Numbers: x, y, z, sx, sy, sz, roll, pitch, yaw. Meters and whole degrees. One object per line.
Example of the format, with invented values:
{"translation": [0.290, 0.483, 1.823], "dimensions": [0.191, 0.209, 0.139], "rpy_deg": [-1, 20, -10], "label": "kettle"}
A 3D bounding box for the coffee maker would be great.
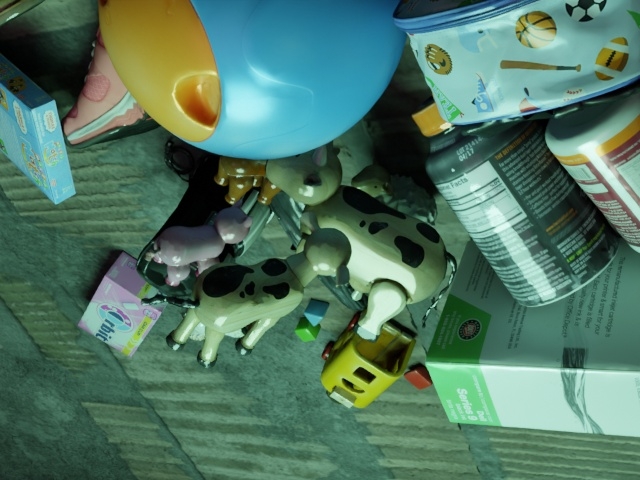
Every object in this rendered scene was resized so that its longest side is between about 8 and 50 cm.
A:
{"translation": [-0.167, -0.017, 1.156], "dimensions": [0.171, 0.178, 0.120], "rpy_deg": [20, 137, 9], "label": "coffee maker"}

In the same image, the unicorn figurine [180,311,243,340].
{"translation": [-0.169, 0.124, 1.387], "dimensions": [0.161, 0.060, 0.111], "rpy_deg": [14, 136, 15], "label": "unicorn figurine"}

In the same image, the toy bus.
{"translation": [0.052, 0.196, 1.307], "dimensions": [0.190, 0.104, 0.202], "rpy_deg": [-1, 131, 29], "label": "toy bus"}

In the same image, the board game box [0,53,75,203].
{"translation": [-0.413, -0.167, 1.179], "dimensions": [0.211, 0.039, 0.160], "rpy_deg": [39, 146, 30], "label": "board game box"}

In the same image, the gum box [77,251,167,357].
{"translation": [-0.324, 0.113, 1.456], "dimensions": [0.107, 0.062, 0.188], "rpy_deg": [34, 138, -6], "label": "gum box"}

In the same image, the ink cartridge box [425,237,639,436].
{"translation": [0.294, 0.106, 1.005], "dimensions": [0.289, 0.211, 0.122], "rpy_deg": [-1, 131, 29], "label": "ink cartridge box"}

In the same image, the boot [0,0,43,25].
{"translation": [-0.469, -0.307, 1.091], "dimensions": [0.305, 0.112, 0.115], "rpy_deg": [1, 121, 31], "label": "boot"}

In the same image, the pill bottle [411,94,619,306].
{"translation": [0.200, -0.061, 0.935], "dimensions": [0.130, 0.130, 0.246], "rpy_deg": [-27, 102, 43], "label": "pill bottle"}

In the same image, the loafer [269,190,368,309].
{"translation": [0.000, 0.000, 1.167], "dimensions": [0.078, 0.076, 0.223], "rpy_deg": [-8, 123, 40], "label": "loafer"}

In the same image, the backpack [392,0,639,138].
{"translation": [0.187, -0.212, 0.705], "dimensions": [0.276, 0.263, 0.213], "rpy_deg": [-17, 123, 39], "label": "backpack"}

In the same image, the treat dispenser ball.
{"translation": [-0.060, -0.219, 0.812], "dimensions": [0.288, 0.288, 0.288], "rpy_deg": [15, 137, 14], "label": "treat dispenser ball"}

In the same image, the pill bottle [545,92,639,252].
{"translation": [0.337, -0.061, 0.884], "dimensions": [0.221, 0.121, 0.121], "rpy_deg": [45, 136, -19], "label": "pill bottle"}

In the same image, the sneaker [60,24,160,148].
{"translation": [-0.233, -0.209, 1.078], "dimensions": [0.313, 0.116, 0.136], "rpy_deg": [-19, 93, 46], "label": "sneaker"}

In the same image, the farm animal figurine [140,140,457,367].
{"translation": [-0.001, -0.010, 0.922], "dimensions": [0.326, 0.330, 0.172], "rpy_deg": [20, 130, -16], "label": "farm animal figurine"}
